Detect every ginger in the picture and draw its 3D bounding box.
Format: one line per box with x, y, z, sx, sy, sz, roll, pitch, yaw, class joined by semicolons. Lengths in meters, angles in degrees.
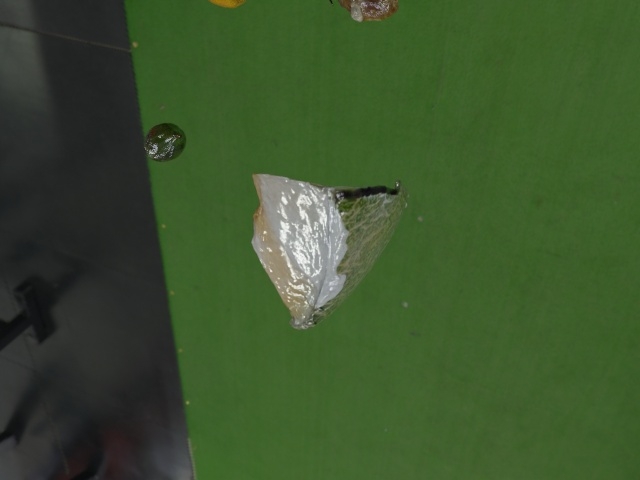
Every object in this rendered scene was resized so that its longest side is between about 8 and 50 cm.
0.042;-0.775;1.851;0.254;0.176;0.418;-39;82;3;ginger

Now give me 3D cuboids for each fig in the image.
-0.429;-0.288;1.800;0.117;0.117;0.177;49;151;-10;fig

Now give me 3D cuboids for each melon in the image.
0.002;0.005;0.505;0.093;0.202;0.139;22;96;19;melon

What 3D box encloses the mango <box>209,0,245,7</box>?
-0.262;-0.714;1.576;0.187;0.144;0.359;3;160;12;mango
